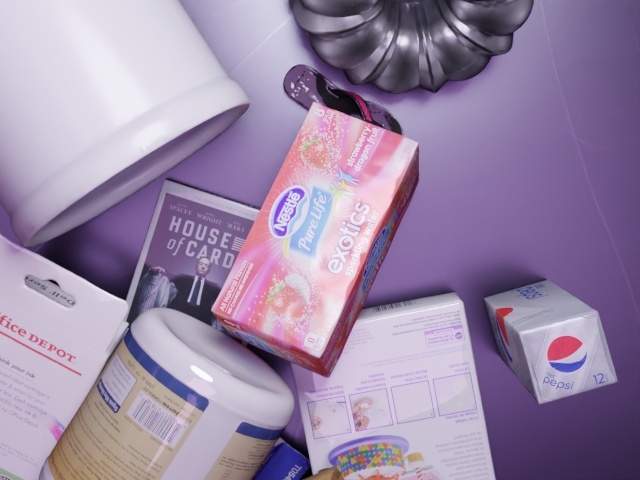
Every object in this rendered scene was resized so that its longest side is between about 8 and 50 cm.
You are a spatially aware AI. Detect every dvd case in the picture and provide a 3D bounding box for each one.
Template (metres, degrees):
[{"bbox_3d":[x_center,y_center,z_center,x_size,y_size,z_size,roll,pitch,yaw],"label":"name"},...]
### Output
[{"bbox_3d":[-0.163,0.056,1.518,0.179,0.029,0.239,18,95,-2],"label":"dvd case"}]

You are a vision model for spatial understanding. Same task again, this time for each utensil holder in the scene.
[{"bbox_3d":[-0.325,-0.237,1.348,0.327,0.327,0.385,-34,92,2],"label":"utensil holder"}]

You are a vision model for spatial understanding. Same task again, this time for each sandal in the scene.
[{"bbox_3d":[0.029,-0.174,1.494,0.179,0.040,0.067,31,94,-3],"label":"sandal"}]

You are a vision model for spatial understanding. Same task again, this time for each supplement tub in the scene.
[{"bbox_3d":[-0.202,0.267,1.368,0.228,0.228,0.316,33,95,-3],"label":"supplement tub"}]

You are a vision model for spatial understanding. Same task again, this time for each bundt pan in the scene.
[{"bbox_3d":[0.114,-0.308,1.353,0.330,0.124,0.331,-2,137,-2],"label":"bundt pan"}]

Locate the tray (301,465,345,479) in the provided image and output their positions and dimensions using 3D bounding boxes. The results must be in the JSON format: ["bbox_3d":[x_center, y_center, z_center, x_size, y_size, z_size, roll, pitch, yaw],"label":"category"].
[{"bbox_3d":[-0.111,0.475,1.474,0.411,0.076,0.203,-27,99,16],"label":"tray"}]

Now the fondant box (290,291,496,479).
[{"bbox_3d":[0.101,0.255,1.504,0.238,0.096,0.330,-11,94,2],"label":"fondant box"}]

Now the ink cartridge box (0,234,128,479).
[{"bbox_3d":[-0.391,0.163,1.445,0.207,0.119,0.353,29,107,-3],"label":"ink cartridge box"}]

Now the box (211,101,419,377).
[{"bbox_3d":[0.000,0.000,1.408,0.154,0.142,0.300,23,76,12],"label":"box"}]

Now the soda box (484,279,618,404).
[{"bbox_3d":[0.280,0.120,1.399,0.098,0.286,0.091,-16,95,2],"label":"soda box"}]

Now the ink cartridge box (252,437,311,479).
[{"bbox_3d":[-0.163,0.324,1.519,0.224,0.045,0.223,36,101,-3],"label":"ink cartridge box"}]
